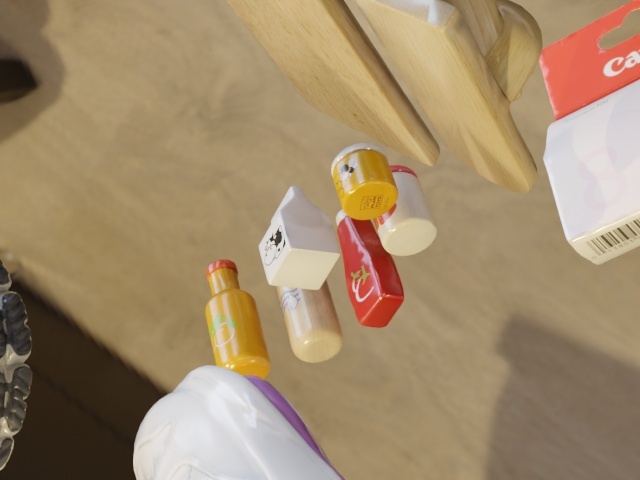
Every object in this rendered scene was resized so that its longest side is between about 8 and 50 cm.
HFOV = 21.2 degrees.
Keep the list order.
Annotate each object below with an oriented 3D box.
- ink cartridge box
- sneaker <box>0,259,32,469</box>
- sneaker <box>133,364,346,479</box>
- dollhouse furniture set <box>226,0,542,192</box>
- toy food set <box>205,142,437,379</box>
[{"bbox_3d":[0.264,-0.117,1.366,0.189,0.066,0.232,-27,55,23],"label":"ink cartridge box"},{"bbox_3d":[-0.242,0.026,0.966,0.110,0.107,0.275,-34,65,38],"label":"sneaker"},{"bbox_3d":[-0.045,0.144,0.708,0.152,0.305,0.114,-34,110,-12],"label":"sneaker"},{"bbox_3d":[0.069,-0.102,0.525,0.144,0.123,0.151,30,79,31],"label":"dollhouse furniture set"},{"bbox_3d":[0.000,0.000,1.237,0.232,0.111,0.104,-60,35,40],"label":"toy food set"}]
